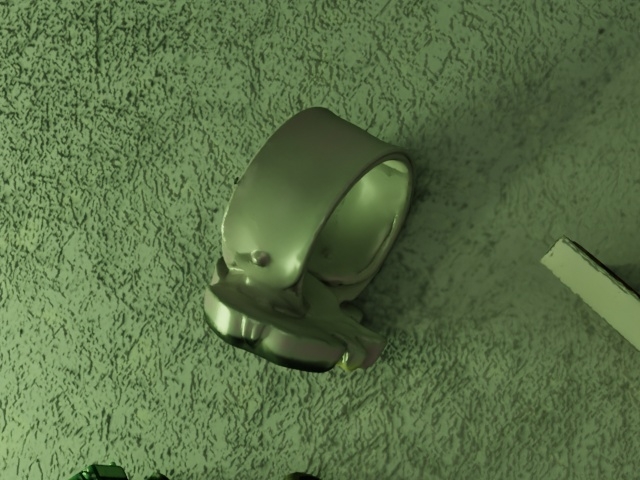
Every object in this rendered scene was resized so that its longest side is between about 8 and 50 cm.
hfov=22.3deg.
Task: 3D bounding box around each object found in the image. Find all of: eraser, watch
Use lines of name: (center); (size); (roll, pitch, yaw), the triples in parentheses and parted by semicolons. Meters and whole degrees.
eraser: (0.286, 0.070, 1.479); (0.157, 0.230, 0.038); (43, 97, 19)
watch: (0.000, 0.000, 1.587); (0.196, 0.244, 0.231); (32, 104, 21)

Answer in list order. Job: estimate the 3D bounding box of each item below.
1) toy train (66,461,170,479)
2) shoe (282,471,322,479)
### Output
toy train: (-0.270, 0.335, 1.708); (0.269, 0.154, 0.115); (-34, 77, 15)
shoe: (-0.004, 0.350, 1.643); (0.112, 0.099, 0.227); (-32, 71, 23)
